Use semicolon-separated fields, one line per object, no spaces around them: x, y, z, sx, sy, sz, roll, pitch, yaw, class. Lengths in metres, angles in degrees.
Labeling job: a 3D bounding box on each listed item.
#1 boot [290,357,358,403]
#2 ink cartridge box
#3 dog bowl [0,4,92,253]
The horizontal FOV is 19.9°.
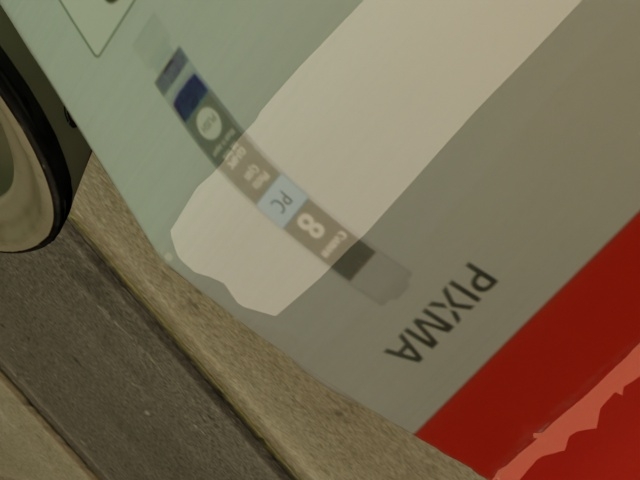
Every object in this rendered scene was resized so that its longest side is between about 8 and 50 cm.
0.000;0.000;1.068;0.258;0.095;0.123;51;165;-13;boot
0.076;-0.052;0.509;0.308;0.091;0.385;-49;64;37;ink cartridge box
-0.265;-0.178;0.987;0.408;0.150;0.408;30;158;13;dog bowl
